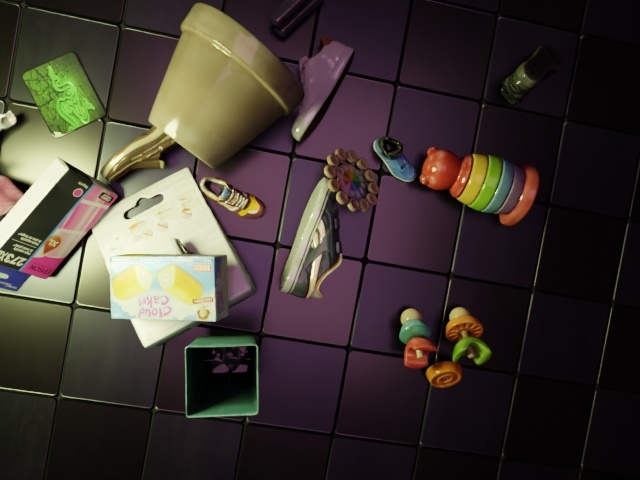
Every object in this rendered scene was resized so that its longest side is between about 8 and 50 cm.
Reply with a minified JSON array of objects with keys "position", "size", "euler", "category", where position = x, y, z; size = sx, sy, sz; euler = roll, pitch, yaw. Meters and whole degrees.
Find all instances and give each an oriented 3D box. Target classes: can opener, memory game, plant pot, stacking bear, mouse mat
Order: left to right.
[{"position":[-0.669,-0.381,1.319],"size":[0.153,0.007,0.189],"euler":[-27,95,-4],"category":"mouse mat"},{"position":[-0.246,-0.336,1.207],"size":[0.323,0.323,0.280],"euler":[36,90,-6],"category":"plant pot"},{"position":[-0.236,0.319,1.272],"size":[0.166,0.234,0.165],"euler":[0,91,-5],"category":"plant pot"},{"position":[-0.036,-0.671,1.350],"size":[0.283,0.076,0.095],"euler":[-44,63,-2],"category":"can opener"},{"position":[0.086,-0.162,1.343],"size":[0.186,0.012,0.186],"euler":[16,63,-33],"category":"memory game"},{"position":[0.414,-0.163,1.364],"size":[0.289,0.164,0.175],"euler":[16,90,-1],"category":"stacking bear"}]

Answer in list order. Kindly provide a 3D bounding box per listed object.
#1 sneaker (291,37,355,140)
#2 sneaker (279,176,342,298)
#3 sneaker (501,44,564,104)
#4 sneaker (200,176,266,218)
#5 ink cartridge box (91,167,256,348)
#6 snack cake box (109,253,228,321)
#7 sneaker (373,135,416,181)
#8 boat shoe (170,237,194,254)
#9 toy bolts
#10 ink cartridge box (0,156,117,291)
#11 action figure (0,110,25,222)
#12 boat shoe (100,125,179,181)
[{"position":[-0.025,-0.403,1.341],"size":[0.123,0.106,0.290],"euler":[27,81,2],"category":"sneaker"},{"position":[0.000,0.000,1.341],"size":[0.128,0.126,0.321],"euler":[19,89,-12],"category":"sneaker"},{"position":[0.582,-0.460,1.407],"size":[0.227,0.130,0.087],"euler":[-40,91,-31],"category":"sneaker"},{"position":[-0.231,-0.110,1.332],"size":[0.186,0.084,0.069],"euler":[23,90,-6],"category":"sneaker"},{"position":[-0.394,0.044,1.342],"size":[0.308,0.091,0.385],"euler":[-29,78,-3],"category":"ink cartridge box"},{"position":[-0.358,0.109,1.205],"size":[0.265,0.089,0.152],"euler":[0,92,10],"category":"snack cake box"},{"position":[0.208,-0.221,1.371],"size":[0.058,0.084,0.152],"euler":[-42,96,-3],"category":"sneaker"},{"position":[-0.328,0.053,1.270],"size":[0.040,0.049,0.142],"euler":[-29,86,-9],"category":"boat shoe"},{"position":[0.315,0.280,1.402],"size":[0.229,0.158,0.218],"euler":[12,131,-16],"category":"toy bolts"},{"position":[-0.689,-0.018,1.245],"size":[0.069,0.176,0.371],"euler":[41,89,25],"category":"ink cartridge box"},{"position":[-0.882,-0.167,1.250],"size":[0.276,0.248,0.370],"euler":[-36,83,36],"category":"action figure"},{"position":[-0.440,-0.223,1.305],"size":[0.257,0.095,0.095],"euler":[-39,101,-3],"category":"boat shoe"}]
